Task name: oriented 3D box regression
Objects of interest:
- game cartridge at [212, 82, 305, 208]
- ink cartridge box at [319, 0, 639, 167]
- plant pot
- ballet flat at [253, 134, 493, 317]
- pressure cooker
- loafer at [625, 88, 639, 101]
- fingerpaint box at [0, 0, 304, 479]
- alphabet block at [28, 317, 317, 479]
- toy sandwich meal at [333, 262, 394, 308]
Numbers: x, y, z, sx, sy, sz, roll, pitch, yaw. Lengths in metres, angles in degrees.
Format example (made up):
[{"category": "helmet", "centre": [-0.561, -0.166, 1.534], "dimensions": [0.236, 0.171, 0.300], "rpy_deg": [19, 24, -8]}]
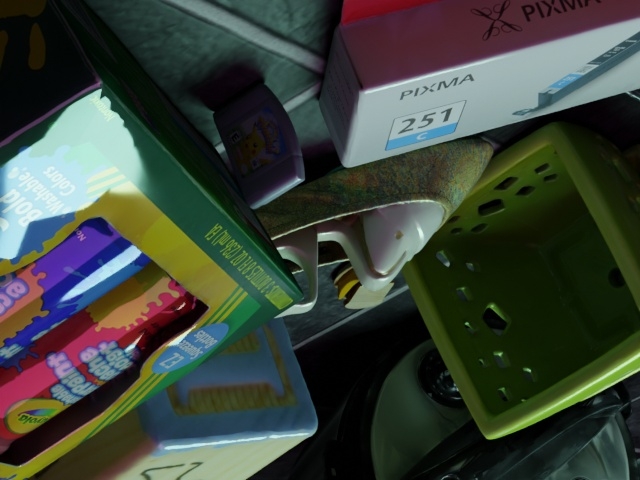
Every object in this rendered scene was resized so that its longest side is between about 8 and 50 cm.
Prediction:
[{"category": "game cartridge", "centre": [-0.044, -0.072, 1.222], "dimensions": [0.056, 0.083, 0.017], "rpy_deg": [-30, 162, 22]}, {"category": "ink cartridge box", "centre": [0.156, -0.168, 1.193], "dimensions": [0.296, 0.066, 0.261], "rpy_deg": [-16, 160, -11]}, {"category": "plant pot", "centre": [0.243, 0.036, 1.568], "dimensions": [0.227, 0.228, 0.207], "rpy_deg": [-36, 160, 34]}, {"category": "ballet flat", "centre": [0.000, 0.000, 1.400], "dimensions": [0.348, 0.123, 0.123], "rpy_deg": [-14, 158, -17]}, {"category": "pressure cooker", "centre": [0.163, 0.296, 1.936], "dimensions": [0.375, 0.370, 0.420], "rpy_deg": [17, 148, -10]}, {"category": "loafer", "centre": [0.302, -0.150, 1.396], "dimensions": [0.170, 0.062, 0.061], "rpy_deg": [-4, 132, -44]}, {"category": "fingerpaint box", "centre": [-0.249, 0.025, 1.076], "dimensions": [0.371, 0.163, 0.445], "rpy_deg": [-33, 158, 2]}, {"category": "alphabet block", "centre": [-0.152, 0.131, 1.480], "dimensions": [0.192, 0.193, 0.197], "rpy_deg": [3, 150, -42]}, {"category": "toy sandwich meal", "centre": [0.051, 0.040, 1.663], "dimensions": [0.085, 0.029, 0.085], "rpy_deg": [-17, 159, -7]}]
